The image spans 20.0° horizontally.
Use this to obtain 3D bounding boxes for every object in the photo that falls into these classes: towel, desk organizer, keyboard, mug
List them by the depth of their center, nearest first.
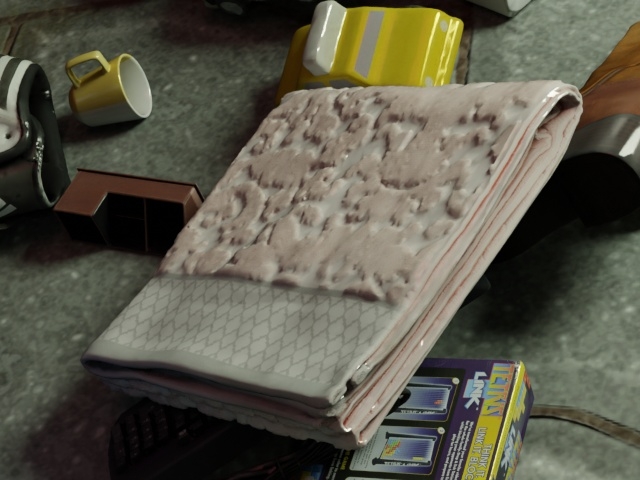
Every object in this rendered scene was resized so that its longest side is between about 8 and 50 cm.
[{"bbox_3d":[-0.018,0.102,1.329,0.317,0.033,0.201,-35,32,5],"label":"keyboard"},{"bbox_3d":[0.000,0.000,1.357,0.332,0.053,0.317,5,52,51],"label":"towel"},{"bbox_3d":[-0.163,-0.023,1.572,0.130,0.047,0.050,8,53,31],"label":"desk organizer"},{"bbox_3d":[-0.203,-0.143,1.696,0.064,0.078,0.062,-17,15,20],"label":"mug"}]

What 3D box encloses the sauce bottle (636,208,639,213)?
[{"bbox_3d":[0.284,-0.074,1.428,0.042,0.042,0.128,24,62,40],"label":"sauce bottle"}]

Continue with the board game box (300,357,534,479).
[{"bbox_3d":[0.064,0.160,1.281,0.141,0.048,0.170,1,46,23],"label":"board game box"}]

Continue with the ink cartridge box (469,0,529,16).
[{"bbox_3d":[0.095,-0.345,1.676,0.114,0.197,0.273,-42,45,-19],"label":"ink cartridge box"}]

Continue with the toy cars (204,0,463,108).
[{"bbox_3d":[-0.016,-0.220,1.636,0.176,0.087,0.393,-47,42,12],"label":"toy cars"}]

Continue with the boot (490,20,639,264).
[{"bbox_3d":[0.202,-0.110,1.458,0.264,0.096,0.280,-22,22,45],"label":"boot"}]

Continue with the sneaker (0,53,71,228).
[{"bbox_3d":[-0.382,-0.028,1.582,0.257,0.169,0.447,3,45,29],"label":"sneaker"}]
